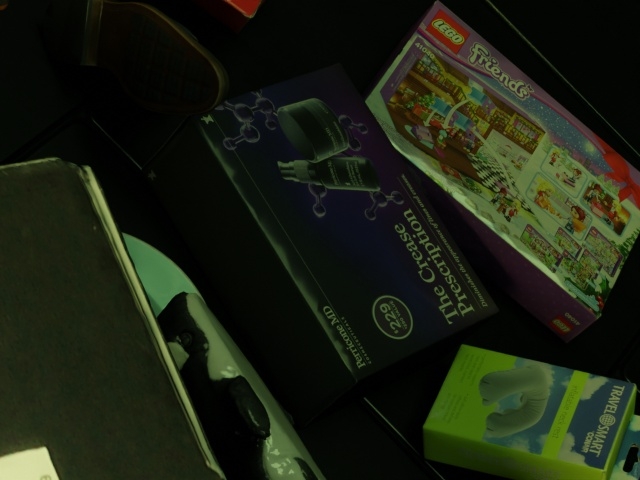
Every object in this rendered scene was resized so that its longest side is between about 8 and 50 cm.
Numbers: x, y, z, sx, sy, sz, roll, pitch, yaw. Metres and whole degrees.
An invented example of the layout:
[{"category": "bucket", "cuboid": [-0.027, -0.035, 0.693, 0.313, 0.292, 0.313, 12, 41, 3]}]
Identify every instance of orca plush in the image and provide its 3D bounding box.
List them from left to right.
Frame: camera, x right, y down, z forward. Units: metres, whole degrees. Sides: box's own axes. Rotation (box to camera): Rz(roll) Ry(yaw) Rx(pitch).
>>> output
[{"category": "orca plush", "cuboid": [-0.057, 0.183, 1.419, 0.287, 0.102, 0.151, 54, 3, -13]}]

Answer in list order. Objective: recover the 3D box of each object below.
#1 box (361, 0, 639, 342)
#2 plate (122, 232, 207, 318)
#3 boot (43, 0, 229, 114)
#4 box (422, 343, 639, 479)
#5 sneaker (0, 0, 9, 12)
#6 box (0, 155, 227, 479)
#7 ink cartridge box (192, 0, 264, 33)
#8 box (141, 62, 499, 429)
[{"category": "box", "cuboid": [0.169, -0.068, 1.750, 0.293, 0.057, 0.201, 40, 47, -6]}, {"category": "plate", "cuboid": [-0.167, 0.075, 1.450, 0.188, 0.024, 0.188, 18, 53, -25]}, {"category": "boot", "cuboid": [-0.124, -0.158, 1.540, 0.106, 0.082, 0.219, -4, 25, -45]}, {"category": "box", "cuboid": [0.186, 0.154, 1.562, 0.178, 0.042, 0.109, 12, 43, 18]}, {"category": "sneaker", "cuboid": [-0.250, -0.319, 1.585, 0.180, 0.124, 0.321, 6, 58, -30]}, {"category": "box", "cuboid": [-0.243, 0.290, 0.948, 0.297, 0.472, 0.480, -13, 69, -38]}, {"category": "ink cartridge box", "cuboid": [-0.089, -0.288, 1.705, 0.134, 0.078, 0.231, 35, 47, -9]}, {"category": "box", "cuboid": [0.000, 0.000, 1.563, 0.184, 0.103, 0.261, -24, 76, -39]}]
